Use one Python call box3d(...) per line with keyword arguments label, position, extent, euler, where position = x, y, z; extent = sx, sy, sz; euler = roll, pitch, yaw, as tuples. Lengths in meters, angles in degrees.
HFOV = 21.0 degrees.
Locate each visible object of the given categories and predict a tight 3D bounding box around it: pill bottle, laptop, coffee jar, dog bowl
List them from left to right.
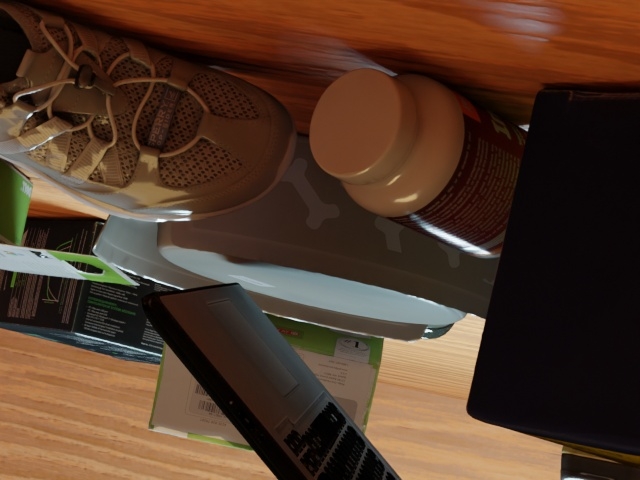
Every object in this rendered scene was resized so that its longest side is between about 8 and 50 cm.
box3d(label="dog bowl", position=(0.000, 0.000, 1.361), extent=(0.349, 0.102, 0.349), euler=(13, 171, 2))
box3d(label="pill bottle", position=(0.066, -0.047, 1.013), extent=(0.086, 0.086, 0.152), euler=(5, 169, 41))
box3d(label="laptop", position=(0.128, 0.121, 1.120), extent=(0.408, 0.236, 0.382), euler=(50, -178, 3))
box3d(label="coffee jar", position=(0.302, 0.170, 1.746), extent=(0.096, 0.184, 0.079), euler=(9, 171, 24))

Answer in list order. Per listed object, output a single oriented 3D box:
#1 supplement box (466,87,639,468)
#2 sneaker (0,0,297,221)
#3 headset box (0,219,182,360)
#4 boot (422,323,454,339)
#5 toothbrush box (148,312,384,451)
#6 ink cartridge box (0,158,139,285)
box3d(label="supplement box", position=(0.284, 0.055, 0.997), extent=(0.356, 0.195, 0.194), euler=(21, 169, -42))
box3d(label="sneaker", position=(-0.153, -0.082, 1.038), extent=(0.281, 0.105, 0.115), euler=(12, 170, 1))
box3d(label="headset box", position=(-0.253, 0.067, 2.055), extent=(0.246, 0.131, 0.283), euler=(18, 170, -36))
box3d(label="boot", position=(0.035, 0.021, 1.601), extent=(0.246, 0.083, 0.161), euler=(12, 161, -6))
box3d(label="toothbrush box", position=(-0.043, 0.110, 1.744), extent=(0.206, 0.122, 0.283), euler=(12, -163, 0))
box3d(label="ink cartridge box", position=(-0.303, -0.030, 1.634), extent=(0.255, 0.097, 0.189), euler=(8, 171, 6))
